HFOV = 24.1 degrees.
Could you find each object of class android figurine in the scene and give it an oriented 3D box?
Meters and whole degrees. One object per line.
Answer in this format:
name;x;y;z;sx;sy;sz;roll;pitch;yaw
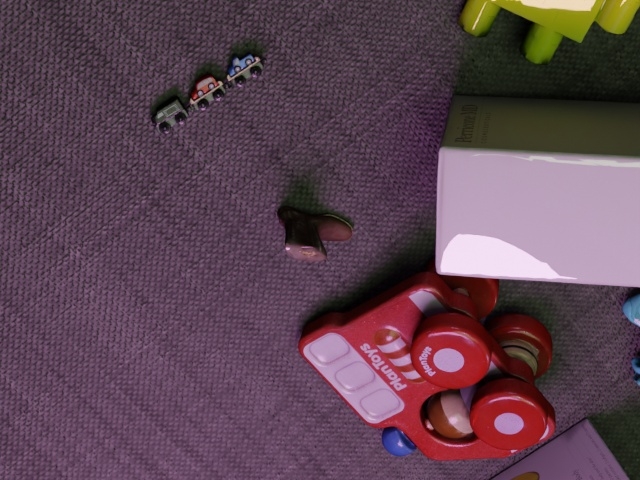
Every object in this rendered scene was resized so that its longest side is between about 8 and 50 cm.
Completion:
android figurine;0.266;-0.337;1.738;0.248;0.056;0.273;26;128;-1

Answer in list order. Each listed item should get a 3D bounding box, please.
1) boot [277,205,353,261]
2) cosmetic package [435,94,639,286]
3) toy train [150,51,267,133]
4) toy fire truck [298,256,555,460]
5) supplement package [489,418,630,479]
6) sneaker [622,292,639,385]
boot;0.000;0.000;1.852;0.106;0.114;0.037;12;110;-15
cosmetic package;0.370;-0.059;1.768;0.453;0.230;0.161;3;112;7
toy train;-0.135;-0.181;1.800;0.158;0.027;0.036;-31;104;4
toy fire truck;0.151;0.175;1.948;0.254;0.169;0.302;-28;117;28
supplement package;0.329;0.424;2.046;0.263;0.199;0.198;-33;114;4
sneaker;0.483;0.181;2.047;0.110;0.107;0.275;-12;111;15
